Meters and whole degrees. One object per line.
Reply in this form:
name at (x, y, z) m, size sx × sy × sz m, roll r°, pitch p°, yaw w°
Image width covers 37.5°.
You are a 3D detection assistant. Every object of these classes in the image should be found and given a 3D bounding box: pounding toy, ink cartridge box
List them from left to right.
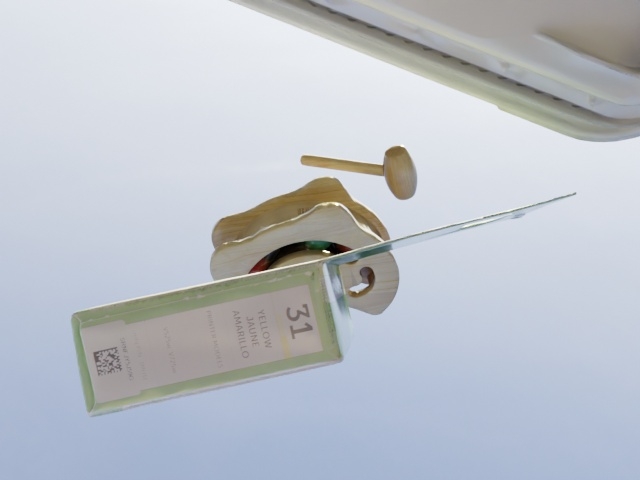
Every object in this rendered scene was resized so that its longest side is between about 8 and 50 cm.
pounding toy at (0.000, 0.000, 1.094) m, size 0.270 × 0.154 × 0.155 m, roll -22°, pitch -150°, yaw 8°
ink cartridge box at (0.008, 0.032, 0.498) m, size 0.235 × 0.056 × 0.171 m, roll -11°, pitch 178°, yaw 3°

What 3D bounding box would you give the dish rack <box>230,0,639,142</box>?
dish rack at (0.067, -0.203, 0.390) m, size 0.333 × 0.285 × 0.072 m, roll 21°, pitch -157°, yaw -4°
